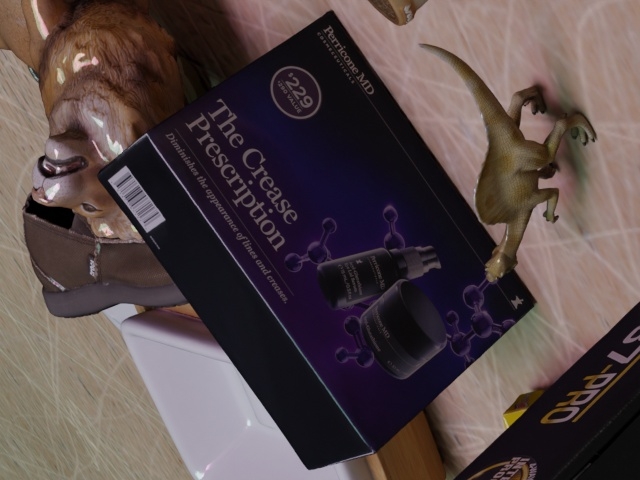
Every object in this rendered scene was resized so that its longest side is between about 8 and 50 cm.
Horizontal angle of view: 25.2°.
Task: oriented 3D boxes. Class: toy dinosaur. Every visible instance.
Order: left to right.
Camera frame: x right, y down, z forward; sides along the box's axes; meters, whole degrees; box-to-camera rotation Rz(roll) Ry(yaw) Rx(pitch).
[{"bbox_3d":[0.121,-0.054,0.883,0.053,0.092,0.183,19,137,42],"label":"toy dinosaur"}]

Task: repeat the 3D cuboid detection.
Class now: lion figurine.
[{"bbox_3d":[-0.223,-0.183,1.138,0.392,0.142,0.240,48,149,45],"label":"lion figurine"}]

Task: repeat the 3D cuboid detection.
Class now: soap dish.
[{"bbox_3d":[-0.031,0.141,1.268,0.291,0.118,0.229,11,131,49],"label":"soap dish"}]

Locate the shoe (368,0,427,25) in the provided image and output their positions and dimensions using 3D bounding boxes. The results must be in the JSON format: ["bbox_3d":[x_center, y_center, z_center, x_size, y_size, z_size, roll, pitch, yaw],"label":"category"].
[{"bbox_3d":[-0.001,-0.225,0.914,0.219,0.058,0.076,46,180,18],"label":"shoe"}]

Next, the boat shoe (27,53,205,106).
[{"bbox_3d":[-0.194,-0.139,1.234,0.223,0.073,0.080,19,135,41],"label":"boat shoe"}]

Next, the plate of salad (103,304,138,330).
[{"bbox_3d":[-0.193,0.013,1.419,0.200,0.048,0.200,31,135,38],"label":"plate of salad"}]

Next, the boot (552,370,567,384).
[{"bbox_3d":[0.225,0.211,1.028,0.258,0.095,0.123,58,158,2],"label":"boot"}]

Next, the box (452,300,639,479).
[{"bbox_3d":[0.253,0.230,0.785,0.097,0.318,0.395,-17,107,57],"label":"box"}]

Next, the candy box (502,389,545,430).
[{"bbox_3d":[0.176,0.214,1.034,0.105,0.027,0.206,-4,-102,-78],"label":"candy box"}]

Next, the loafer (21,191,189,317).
[{"bbox_3d":[-0.150,-0.021,1.202,0.366,0.134,0.130,-16,110,45],"label":"loafer"}]

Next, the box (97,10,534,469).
[{"bbox_3d":[0.000,0.000,1.014,0.261,0.184,0.103,54,146,-5],"label":"box"}]
